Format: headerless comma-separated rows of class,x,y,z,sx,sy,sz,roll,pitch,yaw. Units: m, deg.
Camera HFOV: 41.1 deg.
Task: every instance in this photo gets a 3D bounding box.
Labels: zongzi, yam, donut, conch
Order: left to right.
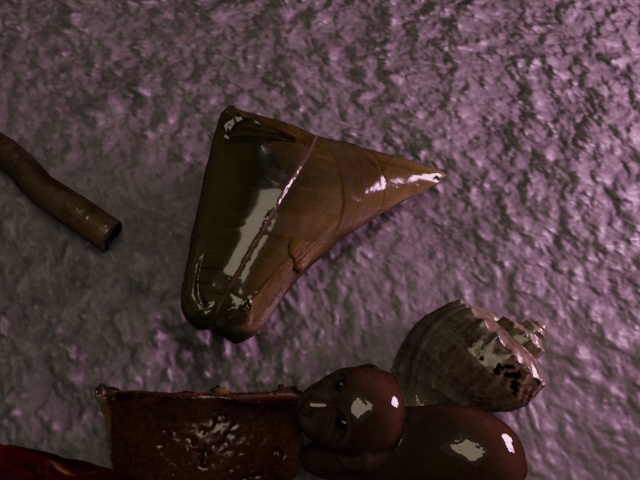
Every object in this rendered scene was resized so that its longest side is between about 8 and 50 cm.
yam,-0.381,-0.096,1.051,0.327,0.045,0.045,35,96,10
donut,-0.126,0.209,0.898,0.186,0.144,0.126,1,84,-36
zongzi,0.000,0.000,1.012,0.300,0.145,0.274,12,68,-10
conch,0.168,0.143,1.003,0.207,0.130,0.155,-31,37,2

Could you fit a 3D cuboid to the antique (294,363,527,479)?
antique,0.093,0.210,0.885,0.256,0.143,0.121,29,49,-8

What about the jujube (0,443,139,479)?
jujube,-0.296,0.298,0.787,0.318,0.223,0.223,4,64,-11
